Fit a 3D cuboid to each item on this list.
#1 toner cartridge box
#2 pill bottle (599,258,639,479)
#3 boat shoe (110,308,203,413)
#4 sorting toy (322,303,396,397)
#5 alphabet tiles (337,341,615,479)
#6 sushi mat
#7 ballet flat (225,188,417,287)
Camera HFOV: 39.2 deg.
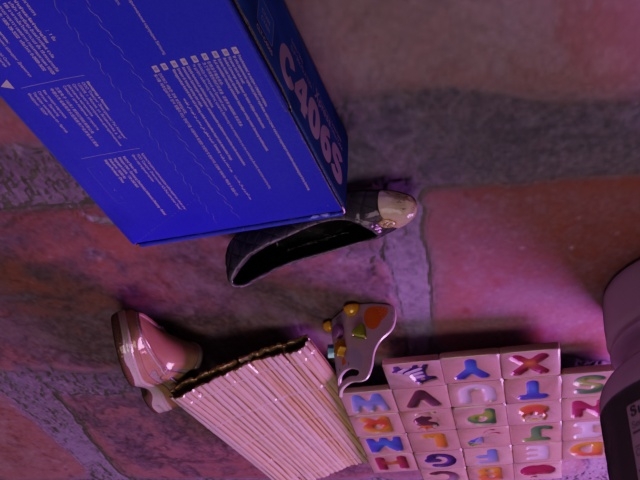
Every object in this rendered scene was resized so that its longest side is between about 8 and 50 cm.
[{"bbox_3d":[-0.112,-0.128,0.518,0.165,0.075,0.348,-9,144,16],"label":"toner cartridge box"},{"bbox_3d":[0.329,0.193,0.693,0.204,0.361,0.204,2,145,2],"label":"pill bottle"},{"bbox_3d":[-0.153,0.115,0.895,0.072,0.068,0.190,-11,154,-1],"label":"boat shoe"},{"bbox_3d":[0.031,0.106,0.844,0.045,0.075,0.083,19,142,-22],"label":"sorting toy"},{"bbox_3d":[0.180,0.205,0.997,0.285,0.011,0.342,-7,144,10],"label":"alphabet tiles"},{"bbox_3d":[-0.031,0.202,0.997,0.151,0.019,0.316,-22,143,8],"label":"sushi mat"},{"bbox_3d":[0.000,0.000,0.716,0.173,0.049,0.057,-18,141,28],"label":"ballet flat"}]
